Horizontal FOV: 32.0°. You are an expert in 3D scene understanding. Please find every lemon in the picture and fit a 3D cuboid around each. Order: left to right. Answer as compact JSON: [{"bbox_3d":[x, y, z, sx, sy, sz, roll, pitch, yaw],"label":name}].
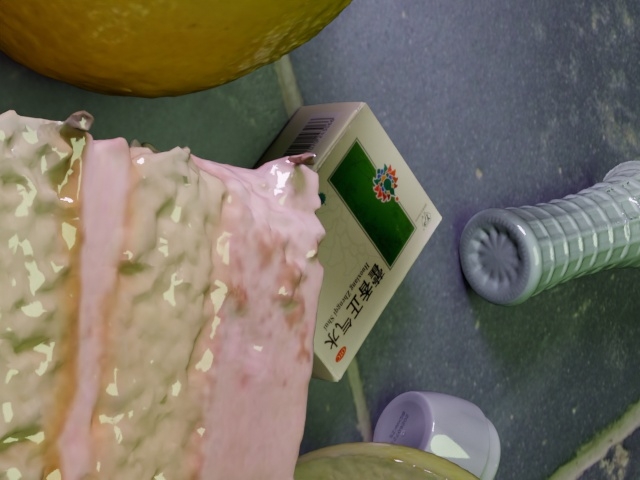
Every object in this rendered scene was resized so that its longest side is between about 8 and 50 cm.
[{"bbox_3d":[-0.093,-0.279,0.789,0.364,0.364,0.364,-2,93,-44],"label":"lemon"}]

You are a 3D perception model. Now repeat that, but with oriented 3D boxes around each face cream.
[{"bbox_3d":[0.121,0.217,1.166,0.104,0.117,0.117,27,73,-32],"label":"face cream"}]

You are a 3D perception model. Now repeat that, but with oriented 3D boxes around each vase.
[{"bbox_3d":[0.302,-0.007,1.324,0.298,0.143,0.143,-13,100,-41],"label":"vase"}]

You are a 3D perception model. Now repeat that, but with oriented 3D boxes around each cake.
[{"bbox_3d":[-0.203,0.070,0.728,0.306,0.314,0.293,3,92,-53],"label":"cake"}]

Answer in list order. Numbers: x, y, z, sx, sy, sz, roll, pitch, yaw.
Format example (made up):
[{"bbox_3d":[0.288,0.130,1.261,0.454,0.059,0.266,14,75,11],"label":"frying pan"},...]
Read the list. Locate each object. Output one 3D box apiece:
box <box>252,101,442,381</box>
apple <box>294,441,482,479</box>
[{"bbox_3d":[0.000,0.000,1.060,0.212,0.095,0.168,-56,128,-27],"label":"box"},{"bbox_3d":[0.056,0.336,1.001,0.233,0.257,0.295,87,6,-72],"label":"apple"}]
